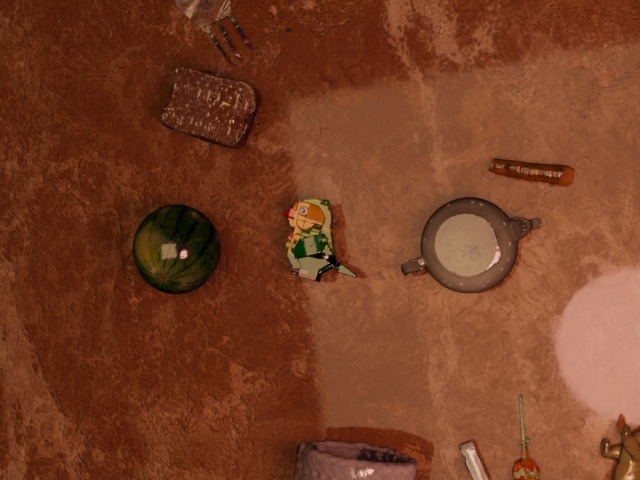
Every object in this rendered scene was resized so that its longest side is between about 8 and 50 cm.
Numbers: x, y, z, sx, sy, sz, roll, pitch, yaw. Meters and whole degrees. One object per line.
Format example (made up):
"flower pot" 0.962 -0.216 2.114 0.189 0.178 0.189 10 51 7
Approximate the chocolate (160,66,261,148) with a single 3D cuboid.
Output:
"chocolate" -0.233 -0.288 2.059 0.214 0.093 0.148 19 93 16

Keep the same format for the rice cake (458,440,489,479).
"rice cake" 0.325 0.497 1.899 0.042 0.030 0.180 -23 81 7

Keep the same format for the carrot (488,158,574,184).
"carrot" 0.428 -0.142 1.905 0.171 0.042 0.042 11 90 17

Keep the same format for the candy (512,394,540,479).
"candy" 0.409 0.403 1.884 0.056 0.049 0.184 1 80 -15

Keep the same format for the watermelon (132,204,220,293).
"watermelon" -0.305 0.011 2.022 0.188 0.214 0.188 8 132 9

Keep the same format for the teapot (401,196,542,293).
"teapot" 0.299 0.010 1.887 0.294 0.129 0.193 -22 82 15

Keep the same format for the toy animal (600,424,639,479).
"toy animal" 0.601 0.433 1.809 0.101 0.103 0.218 12 88 -4

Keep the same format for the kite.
"kite" -0.228 -0.500 2.111 0.127 0.016 0.229 -37 78 13

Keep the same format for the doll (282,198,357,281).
"doll" -0.009 0.002 1.976 0.134 0.106 0.186 -13 83 8

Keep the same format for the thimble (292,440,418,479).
"thimble" 0.067 0.495 1.873 0.246 0.217 0.157 7 87 22
